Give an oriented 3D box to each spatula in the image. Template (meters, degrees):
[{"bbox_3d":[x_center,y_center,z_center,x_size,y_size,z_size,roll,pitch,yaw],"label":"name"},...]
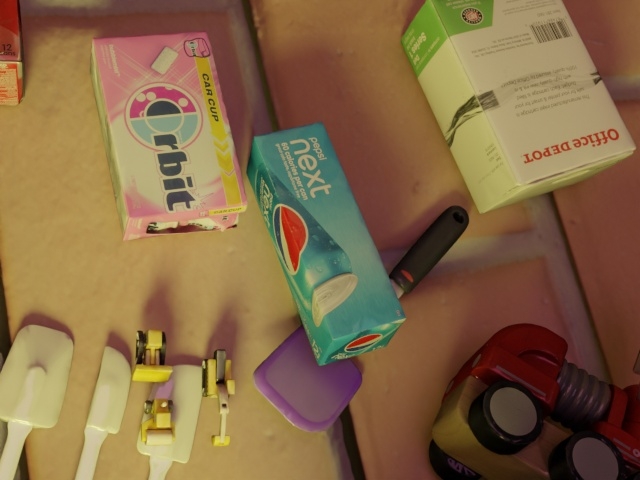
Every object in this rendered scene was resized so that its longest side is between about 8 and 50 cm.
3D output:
[{"bbox_3d":[0.057,0.061,0.801,0.084,0.030,0.296,46,64,0],"label":"spatula"},{"bbox_3d":[-0.197,0.199,0.678,0.168,0.019,0.242,18,66,-17],"label":"spatula"}]

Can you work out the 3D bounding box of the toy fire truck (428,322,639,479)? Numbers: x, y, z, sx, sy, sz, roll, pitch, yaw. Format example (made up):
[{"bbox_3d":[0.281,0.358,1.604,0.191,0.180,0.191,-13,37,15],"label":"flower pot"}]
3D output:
[{"bbox_3d":[0.249,0.134,0.776,0.217,0.158,0.246,31,52,3],"label":"toy fire truck"}]

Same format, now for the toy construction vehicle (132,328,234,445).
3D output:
[{"bbox_3d":[-0.115,0.123,0.709,0.086,0.035,0.098,8,65,-21],"label":"toy construction vehicle"}]

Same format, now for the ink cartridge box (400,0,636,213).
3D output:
[{"bbox_3d":[0.206,-0.155,0.890,0.160,0.092,0.219,-17,78,-22],"label":"ink cartridge box"}]

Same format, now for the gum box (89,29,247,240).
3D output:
[{"bbox_3d":[-0.141,-0.093,0.773,0.107,0.062,0.188,-9,74,-20],"label":"gum box"}]

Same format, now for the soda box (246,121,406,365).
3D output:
[{"bbox_3d":[0.000,0.000,0.763,0.071,0.067,0.210,-14,65,-18],"label":"soda box"}]

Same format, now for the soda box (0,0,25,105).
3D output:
[{"bbox_3d":[-0.390,-0.168,0.707,0.263,0.083,0.092,-4,71,-20],"label":"soda box"}]
